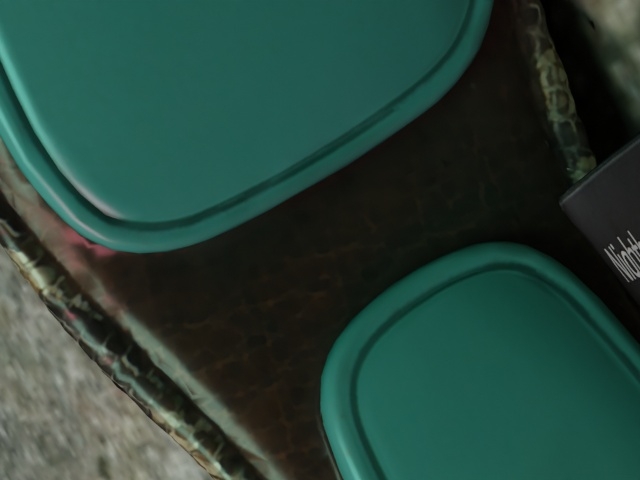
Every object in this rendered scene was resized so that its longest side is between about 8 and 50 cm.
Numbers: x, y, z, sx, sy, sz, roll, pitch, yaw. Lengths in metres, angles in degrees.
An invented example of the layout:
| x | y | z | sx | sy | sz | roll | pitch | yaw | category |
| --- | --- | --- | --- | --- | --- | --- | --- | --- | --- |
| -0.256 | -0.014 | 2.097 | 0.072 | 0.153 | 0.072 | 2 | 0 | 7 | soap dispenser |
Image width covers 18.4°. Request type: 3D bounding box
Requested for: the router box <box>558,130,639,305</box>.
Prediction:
| x | y | z | sx | sy | sz | roll | pitch | yaw | category |
| --- | --- | --- | --- | --- | --- | --- | --- | --- | --- |
| 0.163 | 0.046 | 0.296 | 0.243 | 0.081 | 0.309 | 52 | 174 | 4 | router box |

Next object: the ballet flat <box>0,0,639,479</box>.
| x | y | z | sx | sy | sz | roll | pitch | yaw | category |
| --- | --- | --- | --- | --- | --- | --- | --- | --- | --- |
| 0.000 | 0.000 | 0.531 | 0.483 | 0.164 | 0.182 | 61 | 164 | -2 | ballet flat |
